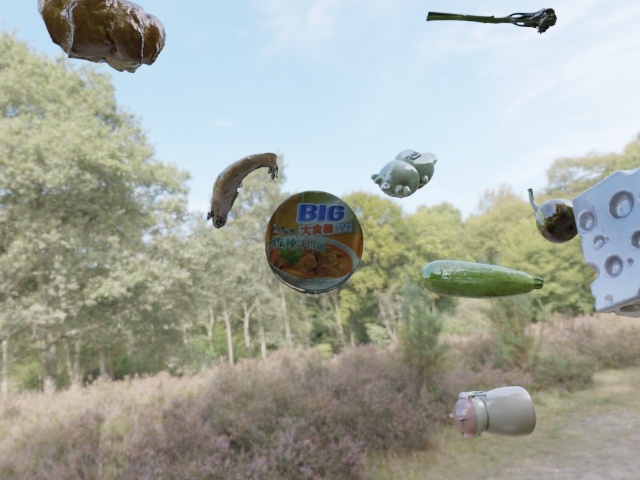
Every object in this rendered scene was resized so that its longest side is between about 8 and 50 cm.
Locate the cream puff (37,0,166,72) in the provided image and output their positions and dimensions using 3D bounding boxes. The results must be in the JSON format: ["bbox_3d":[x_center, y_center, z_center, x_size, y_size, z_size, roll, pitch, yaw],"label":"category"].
[{"bbox_3d":[-0.474,-0.465,1.144,0.269,0.154,0.241,2,7,-40],"label":"cream puff"}]

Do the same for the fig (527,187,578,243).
[{"bbox_3d":[0.749,-0.095,1.727,0.149,0.149,0.245,-4,32,-18],"label":"fig"}]

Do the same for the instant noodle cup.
[{"bbox_3d":[0.000,0.000,1.547,0.297,0.296,0.214,-9,1,12],"label":"instant noodle cup"}]

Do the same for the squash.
[{"bbox_3d":[0.490,0.128,1.619,0.371,0.118,0.118,5,-2,31],"label":"squash"}]

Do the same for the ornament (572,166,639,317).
[{"bbox_3d":[0.641,-0.005,0.914,0.240,0.239,0.239,9,-26,-18],"label":"ornament"}]

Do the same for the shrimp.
[{"bbox_3d":[-0.154,-0.103,1.013,0.152,0.046,0.219,-32,-14,-38],"label":"shrimp"}]

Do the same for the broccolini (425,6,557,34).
[{"bbox_3d":[0.295,-0.387,0.907,0.218,0.042,0.044,8,-17,14],"label":"broccolini"}]

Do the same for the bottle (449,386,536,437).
[{"bbox_3d":[0.517,0.530,1.596,0.237,0.147,0.147,-3,-10,-7],"label":"bottle"}]

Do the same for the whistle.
[{"bbox_3d":[0.210,-0.163,1.252,0.253,0.101,0.106,-37,-4,-44],"label":"whistle"}]
